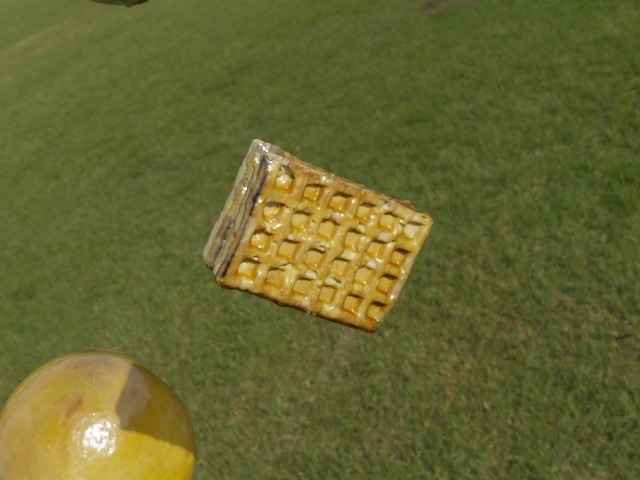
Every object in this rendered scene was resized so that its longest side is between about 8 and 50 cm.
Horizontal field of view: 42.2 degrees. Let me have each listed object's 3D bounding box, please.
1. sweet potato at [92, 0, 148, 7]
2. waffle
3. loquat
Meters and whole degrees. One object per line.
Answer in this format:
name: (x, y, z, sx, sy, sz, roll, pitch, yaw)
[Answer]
sweet potato: (-0.171, -0.303, 0.694, 0.158, 0.158, 0.369, -42, -7, -32)
waffle: (0.000, 0.000, 0.592, 0.042, 0.148, 0.102, 32, 100, 59)
loquat: (-0.299, 0.281, 1.090, 0.275, 0.275, 0.275, -20, 26, 10)
